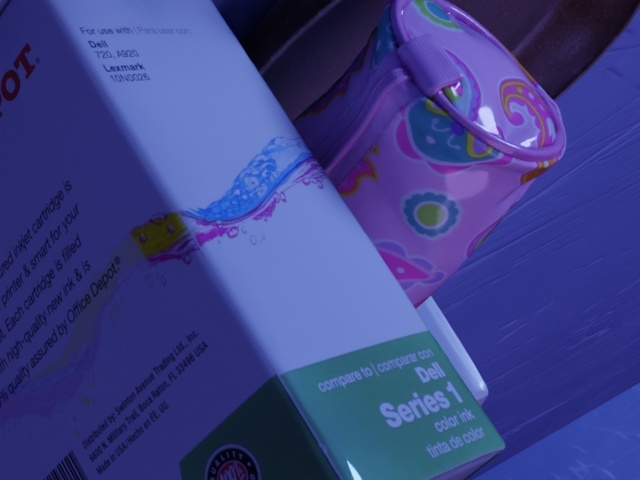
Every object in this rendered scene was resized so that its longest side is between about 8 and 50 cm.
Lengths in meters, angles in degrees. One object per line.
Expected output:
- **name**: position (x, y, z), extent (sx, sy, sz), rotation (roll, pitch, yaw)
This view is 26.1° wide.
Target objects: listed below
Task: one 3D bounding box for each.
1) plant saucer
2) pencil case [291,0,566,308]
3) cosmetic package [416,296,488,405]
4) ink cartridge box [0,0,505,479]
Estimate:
- **plant saucer**: position (0.060, -0.111, 0.815), extent (0.311, 0.050, 0.310), rotation (-26, 159, -11)
- **pencil case**: position (0.000, 0.000, 0.743), extent (0.124, 0.124, 0.284), rotation (-4, 146, -51)
- **cosmetic package**: position (-0.109, 0.193, 1.135), extent (0.453, 0.161, 0.230), rotation (-26, 160, -15)
- **ink cartridge box**: position (-0.079, 0.042, 0.653), extent (0.117, 0.278, 0.201), rotation (-11, 152, -50)
